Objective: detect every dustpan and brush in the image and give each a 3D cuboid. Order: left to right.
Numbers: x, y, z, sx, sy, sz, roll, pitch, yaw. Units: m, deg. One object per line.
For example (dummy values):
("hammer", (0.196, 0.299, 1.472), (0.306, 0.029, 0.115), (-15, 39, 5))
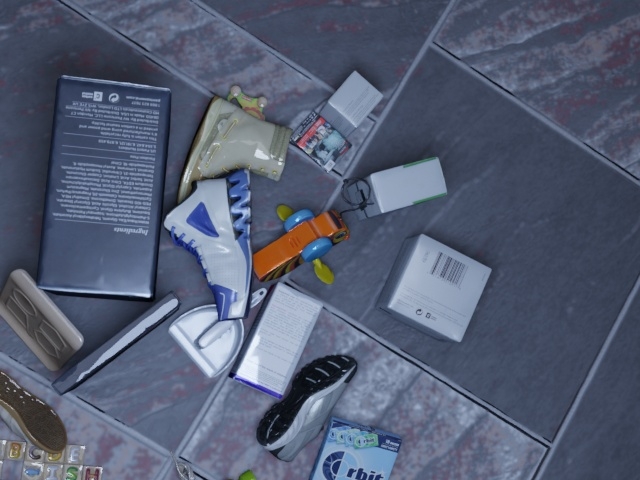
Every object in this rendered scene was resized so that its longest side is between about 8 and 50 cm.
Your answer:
("dustpan and brush", (-0.198, 0.173, 1.856), (0.211, 0.060, 0.147), (-41, 93, -12))

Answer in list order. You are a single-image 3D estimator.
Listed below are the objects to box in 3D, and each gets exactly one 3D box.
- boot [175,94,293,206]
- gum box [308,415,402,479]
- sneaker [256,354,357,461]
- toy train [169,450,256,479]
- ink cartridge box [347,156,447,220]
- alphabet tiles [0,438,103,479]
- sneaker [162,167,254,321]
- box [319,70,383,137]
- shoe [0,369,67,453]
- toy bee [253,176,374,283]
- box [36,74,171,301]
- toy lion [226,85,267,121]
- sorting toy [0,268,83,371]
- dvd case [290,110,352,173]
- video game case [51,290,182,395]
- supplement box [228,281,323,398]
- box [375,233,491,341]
("boot", (-0.185, -0.154, 1.879), (0.203, 0.095, 0.262), (21, 85, -14))
("gum box", (0.068, 0.481, 1.861), (0.157, 0.041, 0.184), (18, 98, -9))
("sneaker", (-0.019, 0.351, 1.865), (0.271, 0.100, 0.108), (-45, 127, -18))
("toy train", (-0.194, 0.514, 1.806), (0.143, 0.105, 0.248), (-24, 89, -23))
("ink cartridge box", (0.160, -0.108, 1.881), (0.153, 0.208, 0.086), (-17, 90, -11))
("alphabet tiles", (-0.568, 0.509, 1.776), (0.237, 0.009, 0.198), (7, 83, -10))
("sneaker", (-0.228, 0.011, 1.782), (0.182, 0.127, 0.315), (-2, 78, -1))
("box", (0.066, -0.299, 1.936), (0.087, 0.101, 0.102), (40, 77, -4))
("shoe", (-0.597, 0.346, 1.768), (0.219, 0.058, 0.076), (48, 47, -7))
("toy bee", (0.000, 0.000, 1.878), (0.298, 0.162, 0.195), (-15, 77, 17))
("box", (-0.414, -0.084, 1.724), (0.212, 0.293, 0.395), (4, 83, -10))
("toy lion", (-0.165, -0.278, 1.928), (0.100, 0.034, 0.096), (22, 88, -8))
("sorting toy", (-0.552, 0.157, 1.729), (0.193, 0.208, 0.038), (49, 52, -3))
("dvd case", (0.000, -0.220, 1.960), (0.119, 0.013, 0.087), (41, 78, -3))
("video game case", (-0.391, 0.201, 1.719), (0.275, 0.248, 0.035), (-38, 91, -12))
("supplement box", (-0.095, 0.209, 1.846), (0.114, 0.111, 0.220), (25, 80, -8))
("box", (0.244, 0.106, 1.918), (0.181, 0.119, 0.181), (26, 80, -7))
